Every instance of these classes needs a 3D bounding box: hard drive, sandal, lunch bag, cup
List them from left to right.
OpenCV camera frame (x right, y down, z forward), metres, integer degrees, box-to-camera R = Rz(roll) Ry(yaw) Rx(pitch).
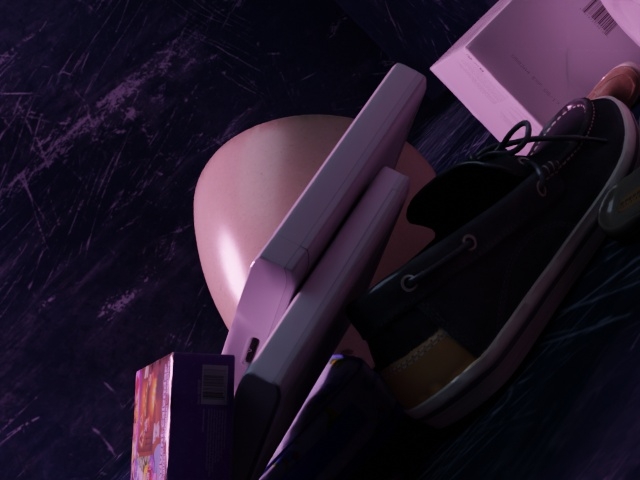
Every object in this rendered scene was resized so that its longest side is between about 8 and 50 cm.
[{"bbox_3d":[-0.022,0.217,1.314,0.219,0.090,0.176,-46,8,-16],"label":"lunch bag"},{"bbox_3d":[-0.010,0.090,1.218,0.307,0.040,0.203,-57,-9,-46],"label":"hard drive"},{"bbox_3d":[-0.006,0.043,1.632,0.331,0.331,0.237,-42,30,35],"label":"cup"},{"bbox_3d":[0.000,0.000,1.314,0.353,0.047,0.233,-57,-10,-47],"label":"hard drive"},{"bbox_3d":[0.297,-0.072,1.112,0.219,0.060,0.090,-43,23,55],"label":"sandal"}]

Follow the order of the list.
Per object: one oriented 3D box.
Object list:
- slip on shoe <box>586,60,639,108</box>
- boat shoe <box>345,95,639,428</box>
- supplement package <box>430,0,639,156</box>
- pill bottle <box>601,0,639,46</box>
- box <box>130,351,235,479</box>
[{"bbox_3d":[0.355,-0.170,1.639,0.135,0.051,0.041,-44,-1,43],"label":"slip on shoe"},{"bbox_3d":[0.182,-0.025,1.292,0.187,0.156,0.500,-42,5,47],"label":"boat shoe"},{"bbox_3d":[0.311,-0.254,1.834,0.198,0.199,0.262,-45,5,-3],"label":"supplement package"},{"bbox_3d":[0.466,-0.346,1.418,0.323,0.181,0.181,-45,5,0],"label":"pill bottle"},{"bbox_3d":[-0.126,0.250,1.116,0.201,0.057,0.293,147,126,-71],"label":"box"}]
